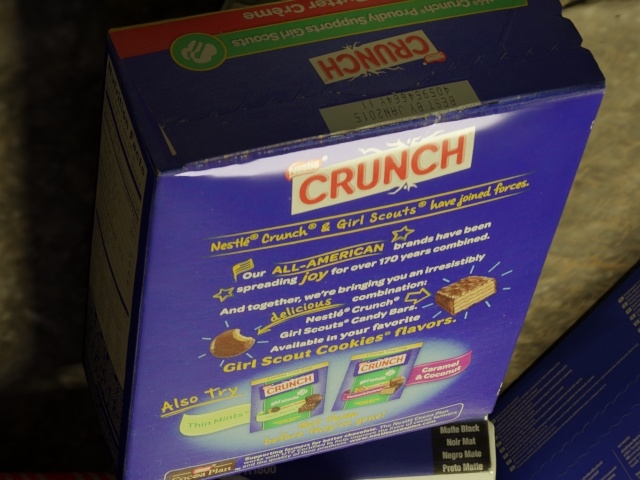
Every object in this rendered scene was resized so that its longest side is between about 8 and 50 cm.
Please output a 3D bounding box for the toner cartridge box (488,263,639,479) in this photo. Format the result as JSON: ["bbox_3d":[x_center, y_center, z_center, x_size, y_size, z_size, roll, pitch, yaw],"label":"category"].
[{"bbox_3d":[0.267,0.108,1.333,0.075,0.165,0.348,21,121,-42],"label":"toner cartridge box"}]

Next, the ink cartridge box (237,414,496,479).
[{"bbox_3d":[0.017,0.187,1.322,0.223,0.045,0.224,-4,137,2],"label":"ink cartridge box"}]

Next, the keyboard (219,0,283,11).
[{"bbox_3d":[0.002,-0.173,1.004,0.072,0.014,0.256,6,130,-34],"label":"keyboard"}]

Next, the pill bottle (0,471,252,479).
[{"bbox_3d":[-0.148,0.266,1.182,0.408,0.229,0.229,2,133,-20],"label":"pill bottle"}]

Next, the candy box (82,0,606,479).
[{"bbox_3d":[0.000,0.000,1.090,0.268,0.122,0.317,-11,144,-20],"label":"candy box"}]
